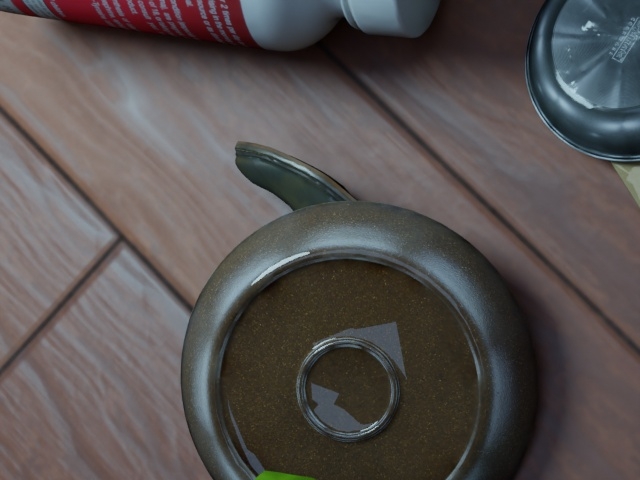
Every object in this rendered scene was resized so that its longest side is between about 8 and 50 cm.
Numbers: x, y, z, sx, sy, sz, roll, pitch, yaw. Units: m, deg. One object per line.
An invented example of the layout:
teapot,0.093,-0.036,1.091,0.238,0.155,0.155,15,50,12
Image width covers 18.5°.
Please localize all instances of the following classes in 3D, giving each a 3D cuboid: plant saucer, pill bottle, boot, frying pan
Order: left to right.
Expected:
pill bottle,-0.100,-0.287,1.700,0.408,0.229,0.229,10,85,18
boot,0.000,0.000,1.702,0.219,0.082,0.106,29,89,16
plant saucer,0.027,0.123,1.654,0.310,0.050,0.310,1,95,10
frying pan,0.295,-0.115,1.632,0.197,0.053,0.326,-37,63,10

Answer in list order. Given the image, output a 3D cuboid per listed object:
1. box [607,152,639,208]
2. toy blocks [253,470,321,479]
box,0.358,-0.031,1.632,0.164,0.021,0.201,-33,74,10
toy blocks,0.110,0.349,1.563,0.381,0.191,0.261,8,106,19
